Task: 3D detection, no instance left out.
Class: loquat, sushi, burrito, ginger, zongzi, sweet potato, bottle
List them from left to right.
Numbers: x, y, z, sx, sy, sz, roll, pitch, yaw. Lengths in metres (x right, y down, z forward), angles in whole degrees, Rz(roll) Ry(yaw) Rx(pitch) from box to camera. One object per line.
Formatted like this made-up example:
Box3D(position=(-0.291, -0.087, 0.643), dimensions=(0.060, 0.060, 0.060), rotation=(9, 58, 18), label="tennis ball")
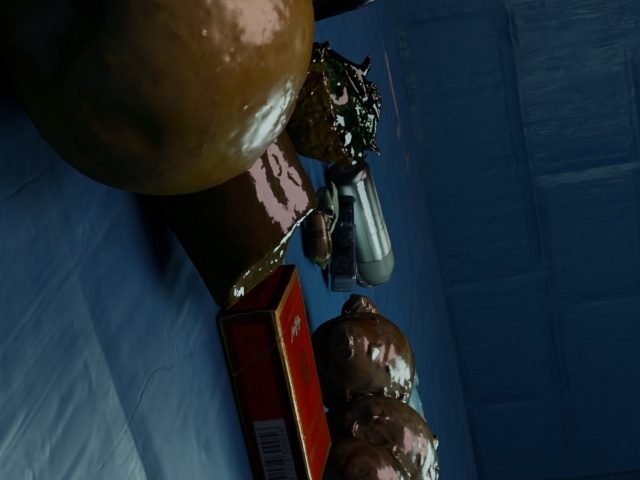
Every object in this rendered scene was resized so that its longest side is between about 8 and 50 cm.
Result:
Box3D(position=(-0.108, -0.147, 0.848), dimensions=(0.244, 0.244, 0.244), rotation=(-8, 90, -79), label="loquat")
Box3D(position=(-0.102, -0.106, 1.098), dimensions=(0.158, 0.158, 0.370), rotation=(-76, 149, -63), label="sweet potato")
Box3D(position=(0.000, 0.000, 1.798), dimensions=(0.083, 0.040, 0.076), rotation=(53, 31, -75), label="zongzi")
Box3D(position=(0.007, -0.047, 1.851), dimensions=(0.118, 0.044, 0.074), rotation=(-61, 150, -76), label="burrito")
Box3D(position=(0.009, -0.221, 1.739), dimensions=(0.287, 0.140, 0.149), rotation=(70, 23, -50), label="sushi")
Box3D(position=(0.070, -0.024, 2.094), dimensions=(0.096, 0.079, 0.254), rotation=(-43, 135, -29), label="bottle")
Box3D(position=(0.063, 0.230, 1.607), dimensions=(0.256, 0.176, 0.375), rotation=(61, 21, -50), label="ginger")

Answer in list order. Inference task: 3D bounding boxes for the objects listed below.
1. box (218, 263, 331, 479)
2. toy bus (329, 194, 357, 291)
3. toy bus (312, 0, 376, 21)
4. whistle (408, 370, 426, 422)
Box3D(position=(-0.048, 0.165, 1.357), dimensions=(0.153, 0.074, 0.240), rotation=(-59, 140, -68), label="box")
Box3D(position=(0.037, 0.003, 1.928), dimensions=(0.065, 0.047, 0.166), rotation=(91, -2, -60), label="toy bus")
Box3D(position=(-0.008, -0.462, 1.675), dimensions=(0.386, 0.171, 0.162), rotation=(-94, 166, -57), label="toy bus")
Box3D(position=(0.143, 0.283, 2.204), dimensions=(0.186, 0.093, 0.274), rotation=(67, 15, -52), label="whistle")
